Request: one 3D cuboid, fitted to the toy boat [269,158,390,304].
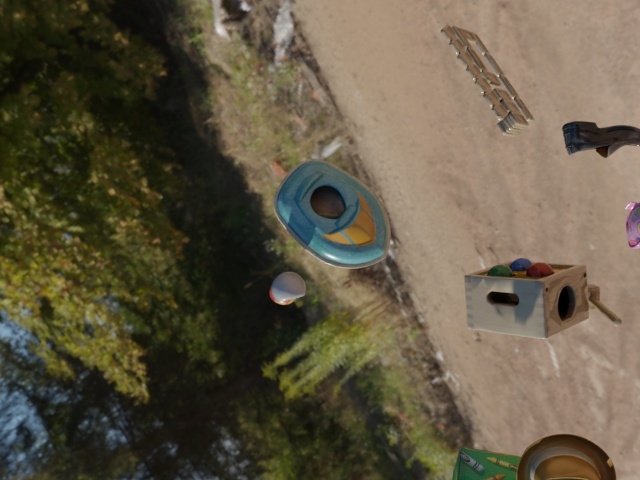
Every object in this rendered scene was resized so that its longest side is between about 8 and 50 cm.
[{"bbox_3d":[0.000,0.000,1.495,0.268,0.318,0.148,35,167,-4],"label":"toy boat"}]

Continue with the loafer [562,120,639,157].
[{"bbox_3d":[0.536,-0.184,1.374,0.062,0.170,0.061,127,145,-82],"label":"loafer"}]

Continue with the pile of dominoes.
[{"bbox_3d":[0.321,-0.320,1.456,0.196,0.040,0.251,-5,-119,-53],"label":"pile of dominoes"}]

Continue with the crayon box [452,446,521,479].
[{"bbox_3d":[0.430,0.532,1.579,0.165,0.279,0.081,84,-164,-56],"label":"crayon box"}]

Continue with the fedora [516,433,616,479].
[{"bbox_3d":[0.477,0.468,1.403,0.194,0.194,0.079,58,-171,-5],"label":"fedora"}]

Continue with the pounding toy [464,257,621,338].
[{"bbox_3d":[0.346,0.071,1.068,0.181,0.206,0.094,2,100,46],"label":"pounding toy"}]

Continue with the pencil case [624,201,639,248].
[{"bbox_3d":[0.868,-0.025,1.729,0.124,0.284,0.124,-172,90,-86],"label":"pencil case"}]
